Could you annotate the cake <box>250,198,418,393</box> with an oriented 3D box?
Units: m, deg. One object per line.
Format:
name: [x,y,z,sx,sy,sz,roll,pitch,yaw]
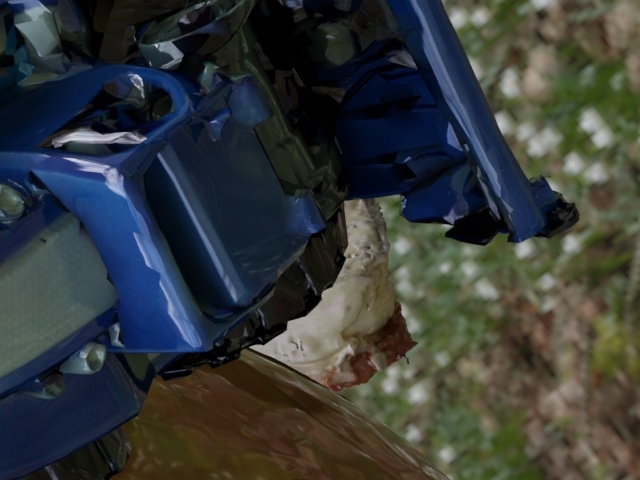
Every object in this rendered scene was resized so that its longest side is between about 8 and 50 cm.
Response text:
cake: [0.018,0.003,1.111,0.220,0.116,0.086,-54,-37,-52]

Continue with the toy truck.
toy truck: [-0.034,-0.026,0.398,0.208,0.126,0.113,-42,-64,-35]

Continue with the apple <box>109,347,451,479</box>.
apple: [-0.090,0.203,0.561,0.346,0.391,0.391,18,174,31]
